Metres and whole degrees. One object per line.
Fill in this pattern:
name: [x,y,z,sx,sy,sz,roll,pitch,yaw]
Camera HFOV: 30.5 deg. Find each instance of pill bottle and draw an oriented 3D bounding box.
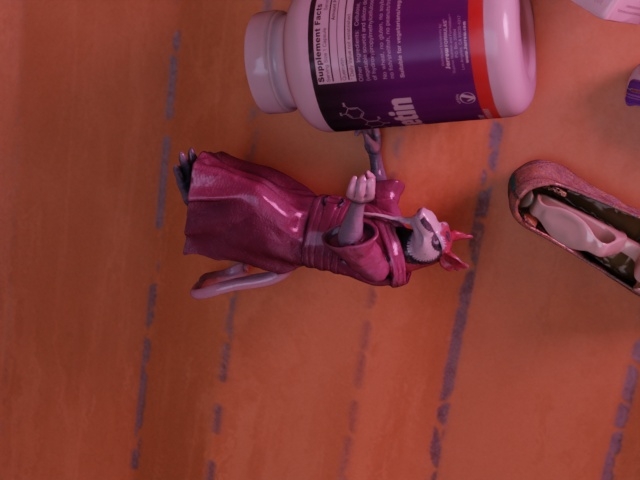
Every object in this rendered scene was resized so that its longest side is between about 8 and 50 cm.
pill bottle: [0.082,-0.223,1.377,0.322,0.181,0.182,-3,105,20]

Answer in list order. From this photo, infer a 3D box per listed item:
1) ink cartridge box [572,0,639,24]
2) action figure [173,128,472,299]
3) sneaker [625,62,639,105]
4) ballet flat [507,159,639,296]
ink cartridge box: [0.318,-0.405,1.256,0.207,0.117,0.283,40,115,23]
action figure: [0.000,0.000,1.436,0.370,0.248,0.276,16,111,16]
sneaker: [0.433,-0.147,1.359,0.170,0.068,0.071,31,128,17]
ballet flat: [0.359,0.011,1.395,0.316,0.106,0.108,26,112,9]
